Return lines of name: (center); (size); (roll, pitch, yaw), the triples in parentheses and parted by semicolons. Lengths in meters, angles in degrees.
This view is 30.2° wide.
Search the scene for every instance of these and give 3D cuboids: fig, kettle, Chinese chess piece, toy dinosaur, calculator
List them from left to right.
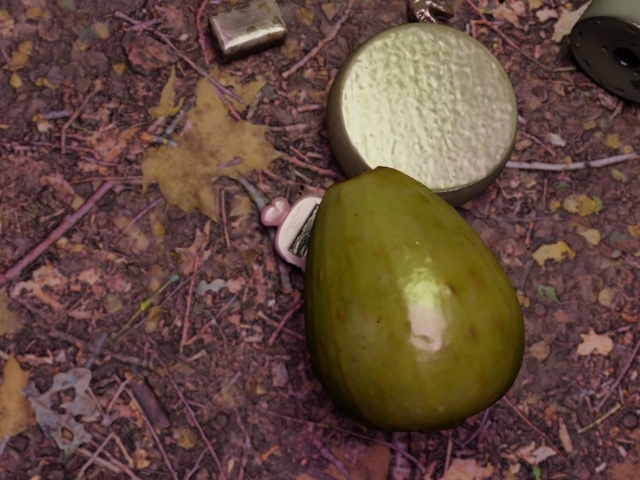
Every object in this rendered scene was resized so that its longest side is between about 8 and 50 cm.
calculator: (0.000, 0.000, 1.523); (0.166, 0.024, 0.103); (32, 74, -1)
toy dinosaur: (0.074, -0.382, 1.614); (0.251, 0.072, 0.199); (19, 81, -12)
fig: (0.100, 0.066, 1.401); (0.258, 0.258, 0.326); (-13, 75, -11)
Chinese chess piece: (0.131, -0.159, 1.543); (0.250, 0.101, 0.250); (2, 75, -8)
kettle: (0.487, -0.312, 1.621); (0.240, 0.165, 0.255); (46, 67, -25)

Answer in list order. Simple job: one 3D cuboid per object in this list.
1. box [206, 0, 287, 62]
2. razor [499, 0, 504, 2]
box: (-0.097, -0.280, 1.572); (0.098, 0.045, 0.062); (-22, 81, -14)
razor: (0.181, -0.431, 1.613); (0.253, 0.042, 0.082); (37, 71, -31)
